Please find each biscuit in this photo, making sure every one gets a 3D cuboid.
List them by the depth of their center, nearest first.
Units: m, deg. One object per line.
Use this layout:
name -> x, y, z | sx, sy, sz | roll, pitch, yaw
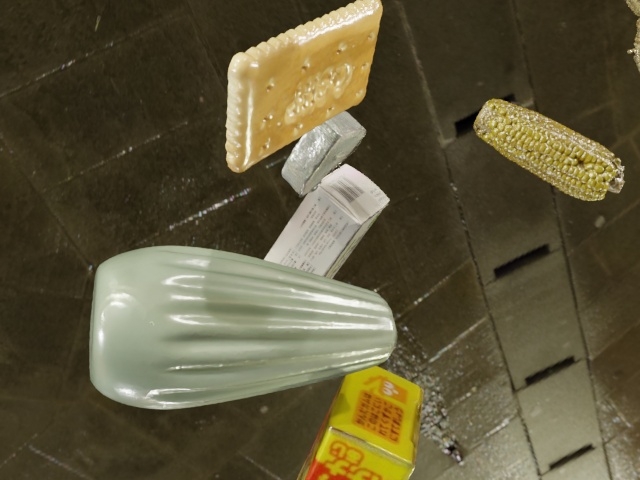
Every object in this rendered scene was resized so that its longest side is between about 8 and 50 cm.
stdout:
biscuit -> -0.015, -0.189, 0.769 | 0.249, 0.030, 0.160 | -36, 151, -35

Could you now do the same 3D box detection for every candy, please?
candy -> 0.011, 0.275, 0.658 | 0.088, 0.146, 0.276 | 24, 112, 4

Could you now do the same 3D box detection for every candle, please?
candle -> 0.010, -0.179, 1.219 | 0.068, 0.168, 0.192 | 42, 73, 9

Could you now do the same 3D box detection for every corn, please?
corn -> 0.463, -0.183, 1.280 | 0.322, 0.119, 0.119 | 33, 108, 6

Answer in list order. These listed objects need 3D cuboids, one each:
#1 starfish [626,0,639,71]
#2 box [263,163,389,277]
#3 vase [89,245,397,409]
starfish -> 0.366, -0.230, 0.694 | 0.048, 0.295, 0.231 | -18, 111, 15
box -> -0.001, 0.002, 1.482 | 0.145, 0.173, 0.333 | 41, 124, 9
vase -> -0.059, 0.072, 0.527 | 0.248, 0.128, 0.128 | 4, 116, -20
